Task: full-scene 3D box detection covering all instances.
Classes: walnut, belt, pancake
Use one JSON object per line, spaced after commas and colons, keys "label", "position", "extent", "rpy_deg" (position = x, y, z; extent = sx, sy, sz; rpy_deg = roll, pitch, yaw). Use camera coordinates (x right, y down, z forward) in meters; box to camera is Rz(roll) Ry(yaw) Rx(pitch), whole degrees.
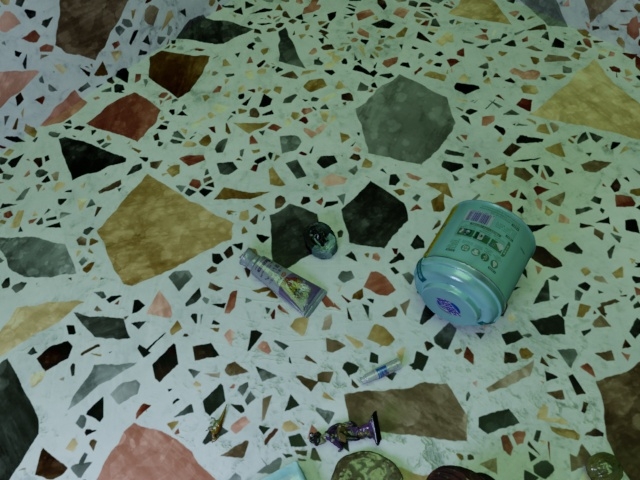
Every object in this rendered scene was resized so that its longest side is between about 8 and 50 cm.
{"label": "walnut", "position": [0.739, 0.596, 1.571], "extent": [0.092, 0.092, 0.092], "rpy_deg": [-3, 56, 4]}
{"label": "belt", "position": [0.000, 0.000, 2.048], "extent": [0.105, 0.058, 0.140], "rpy_deg": [-33, 60, -12]}
{"label": "pancake", "position": [0.120, 0.679, 1.598], "extent": [0.222, 0.042, 0.236], "rpy_deg": [-20, 54, -2]}

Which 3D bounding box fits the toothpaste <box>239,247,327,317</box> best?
{"label": "toothpaste", "position": [-0.130, 0.130, 1.975], "extent": [0.299, 0.073, 0.114], "rpy_deg": [32, 65, 15]}

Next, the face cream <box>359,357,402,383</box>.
{"label": "face cream", "position": [0.178, 0.390, 1.787], "extent": [0.130, 0.034, 0.034], "rpy_deg": [-22, 57, -9]}

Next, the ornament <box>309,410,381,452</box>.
{"label": "ornament", "position": [0.070, 0.546, 1.679], "extent": [0.203, 0.088, 0.081], "rpy_deg": [-19, 80, 8]}

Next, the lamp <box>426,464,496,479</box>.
{"label": "lamp", "position": [0.341, 0.672, 1.469], "extent": [0.247, 0.247, 0.247], "rpy_deg": [-3, 56, 4]}

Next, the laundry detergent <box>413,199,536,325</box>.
{"label": "laundry detergent", "position": [0.451, 0.082, 1.812], "extent": [0.287, 0.287, 0.305], "rpy_deg": [26, 63, 21]}

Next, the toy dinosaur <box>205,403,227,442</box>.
{"label": "toy dinosaur", "position": [-0.302, 0.526, 1.748], "extent": [0.041, 0.026, 0.113], "rpy_deg": [13, 68, 6]}

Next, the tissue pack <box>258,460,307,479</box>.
{"label": "tissue pack", "position": [-0.078, 0.733, 1.556], "extent": [0.177, 0.089, 0.263], "rpy_deg": [-25, 56, -12]}
